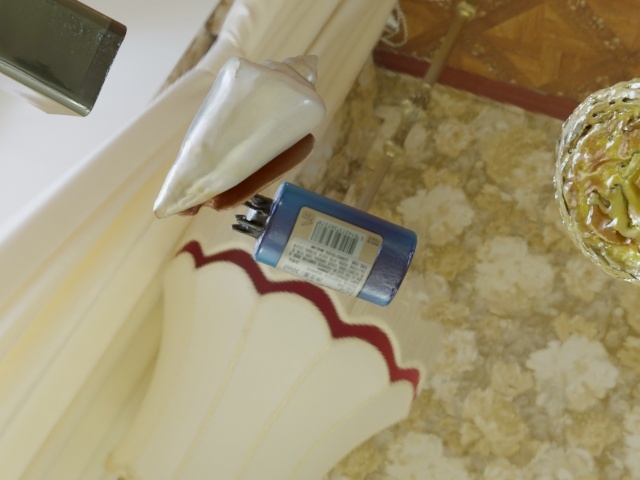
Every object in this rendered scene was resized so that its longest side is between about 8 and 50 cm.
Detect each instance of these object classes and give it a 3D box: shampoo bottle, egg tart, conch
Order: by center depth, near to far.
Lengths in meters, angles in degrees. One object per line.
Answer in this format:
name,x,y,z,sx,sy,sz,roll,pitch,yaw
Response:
egg tart,0.197,-0.035,0.470,0.129,0.049,0.128,25,122,48
conch,-0.059,-0.079,0.648,0.094,0.176,0.104,27,177,3
shampoo bottle,0.000,0.000,0.799,0.183,0.087,0.050,21,-169,-11

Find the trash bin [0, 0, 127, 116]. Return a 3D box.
trash bin,-0.371,-0.248,0.898,0.240,0.122,0.164,26,173,-39
